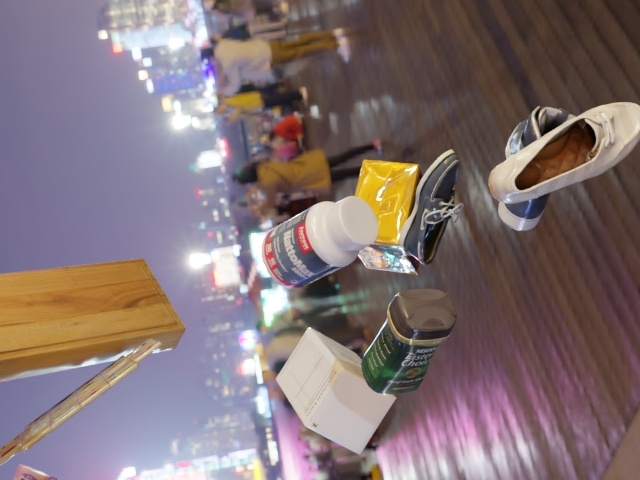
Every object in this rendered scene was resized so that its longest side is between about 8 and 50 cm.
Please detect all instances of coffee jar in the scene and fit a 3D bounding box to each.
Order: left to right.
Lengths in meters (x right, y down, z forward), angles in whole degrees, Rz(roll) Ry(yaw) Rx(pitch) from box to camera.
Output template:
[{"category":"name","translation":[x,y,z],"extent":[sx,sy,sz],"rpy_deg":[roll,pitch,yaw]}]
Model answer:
[{"category":"coffee jar","translation":[0.130,0.148,1.367],"extent":[0.184,0.096,0.079],"rpy_deg":[110,151,-46]}]

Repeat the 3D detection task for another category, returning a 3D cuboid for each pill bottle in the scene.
[{"category":"pill bottle","translation":[0.000,0.000,1.457],"extent":[0.180,0.108,0.108],"rpy_deg":[-28,65,42]}]

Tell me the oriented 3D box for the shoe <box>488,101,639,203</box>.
[{"category":"shoe","translation":[0.308,-0.106,1.121],"extent":[0.076,0.219,0.058],"rpy_deg":[61,171,3]}]

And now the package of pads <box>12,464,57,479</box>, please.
[{"category":"package of pads","translation":[-0.540,0.459,1.751],"extent":[0.032,0.083,0.050],"rpy_deg":[42,-117,-60]}]

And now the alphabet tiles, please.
[{"category":"alphabet tiles","translation":[-0.434,0.283,1.659],"extent":[0.011,0.342,0.285],"rpy_deg":[55,165,-7]}]

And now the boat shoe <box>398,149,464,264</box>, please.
[{"category":"boat shoe","translation":[0.221,-0.058,1.779],"extent":[0.079,0.095,0.254],"rpy_deg":[45,134,28]}]

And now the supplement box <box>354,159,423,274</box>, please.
[{"category":"supplement box","translation":[0.159,-0.049,2.087],"extent":[0.194,0.129,0.191],"rpy_deg":[52,-132,-63]}]

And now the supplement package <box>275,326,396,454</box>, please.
[{"category":"supplement package","translation":[0.025,0.294,1.843],"extent":[0.139,0.134,0.244],"rpy_deg":[-57,21,3]}]

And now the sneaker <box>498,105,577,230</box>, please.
[{"category":"sneaker","translation":[0.319,-0.143,1.315],"extent":[0.163,0.086,0.226],"rpy_deg":[103,-176,-45]}]

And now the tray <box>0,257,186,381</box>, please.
[{"category":"tray","translation":[-0.487,0.145,1.808],"extent":[0.203,0.411,0.076],"rpy_deg":[53,129,28]}]
